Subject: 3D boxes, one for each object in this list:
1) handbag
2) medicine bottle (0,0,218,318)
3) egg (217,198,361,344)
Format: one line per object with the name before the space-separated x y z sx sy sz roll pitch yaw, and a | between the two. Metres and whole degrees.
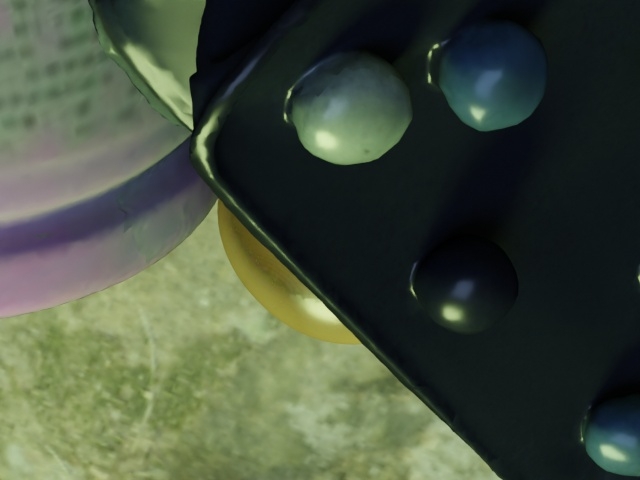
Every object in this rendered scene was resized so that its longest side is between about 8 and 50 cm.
handbag | 0.115 -0.053 0.635 0.269 0.118 0.326 -40 136 6
medicine bottle | -0.138 -0.157 0.635 0.212 0.212 0.325 4 122 7
egg | 0.000 0.000 0.792 0.096 0.080 0.080 23 124 -7
